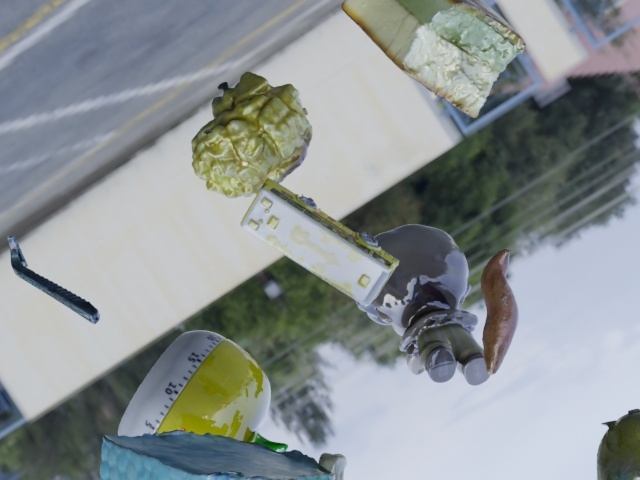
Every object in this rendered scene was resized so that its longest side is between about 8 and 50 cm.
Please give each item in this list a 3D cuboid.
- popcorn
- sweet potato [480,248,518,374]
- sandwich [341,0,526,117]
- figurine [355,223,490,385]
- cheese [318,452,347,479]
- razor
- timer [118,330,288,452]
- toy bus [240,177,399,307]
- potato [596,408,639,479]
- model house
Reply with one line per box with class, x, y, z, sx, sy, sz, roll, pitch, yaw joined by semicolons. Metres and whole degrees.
popcorn;-0.111;-0.166;1.972;0.218;0.169;0.189;-19;-141;56
sweet potato;0.287;0.115;1.984;0.058;0.202;0.055;10;166;-34
sandwich;0.157;-0.222;1.412;0.220;0.186;0.108;21;113;-46
figurine;0.184;0.113;2.265;0.248;0.203;0.380;-16;-137;-9
cheese;0.005;0.427;1.930;0.043;0.194;0.065;7;172;30
razor;-0.367;0.064;1.686;0.033;0.190;0.066;-42;145;-26
timer;-0.168;0.308;2.056;0.285;0.285;0.285;-33;-179;1
toy bus;0.000;0.000;1.765;0.081;0.226;0.074;-56;178;19
potato;0.458;0.362;1.717;0.143;0.248;0.169;8;180;-42
model house;-0.137;0.382;1.576;0.226;0.241;0.261;11;178;-44
